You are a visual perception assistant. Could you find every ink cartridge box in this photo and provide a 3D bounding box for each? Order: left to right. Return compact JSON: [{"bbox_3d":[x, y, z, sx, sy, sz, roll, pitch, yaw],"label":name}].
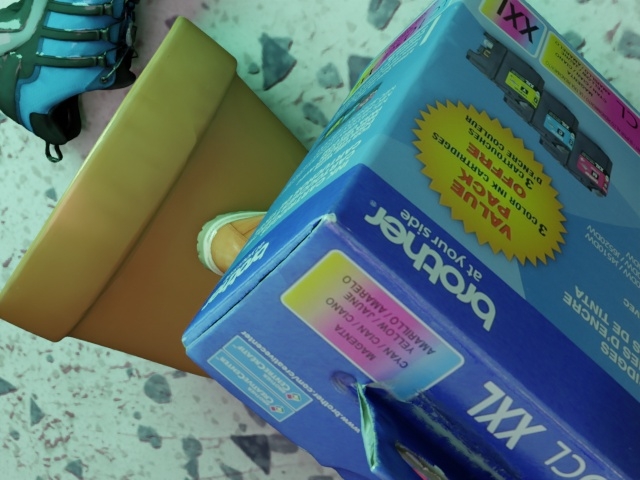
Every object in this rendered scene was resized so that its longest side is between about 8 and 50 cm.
[{"bbox_3d":[0.104,0.033,0.564,0.270,0.395,0.151,40,133,-9],"label":"ink cartridge box"}]

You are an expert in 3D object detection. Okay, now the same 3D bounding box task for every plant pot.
[{"bbox_3d":[-0.114,-0.013,0.782,0.203,0.291,0.291,33,117,-14],"label":"plant pot"}]

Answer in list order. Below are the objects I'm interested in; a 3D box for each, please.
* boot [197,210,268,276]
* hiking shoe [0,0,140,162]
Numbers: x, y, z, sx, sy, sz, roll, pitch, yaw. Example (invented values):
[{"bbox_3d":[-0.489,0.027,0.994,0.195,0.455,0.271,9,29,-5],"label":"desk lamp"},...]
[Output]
[{"bbox_3d":[0.000,0.000,0.660,0.085,0.158,0.059,14,115,58],"label":"boot"},{"bbox_3d":[-0.202,-0.209,0.830,0.132,0.113,0.304,43,125,-13],"label":"hiking shoe"}]
